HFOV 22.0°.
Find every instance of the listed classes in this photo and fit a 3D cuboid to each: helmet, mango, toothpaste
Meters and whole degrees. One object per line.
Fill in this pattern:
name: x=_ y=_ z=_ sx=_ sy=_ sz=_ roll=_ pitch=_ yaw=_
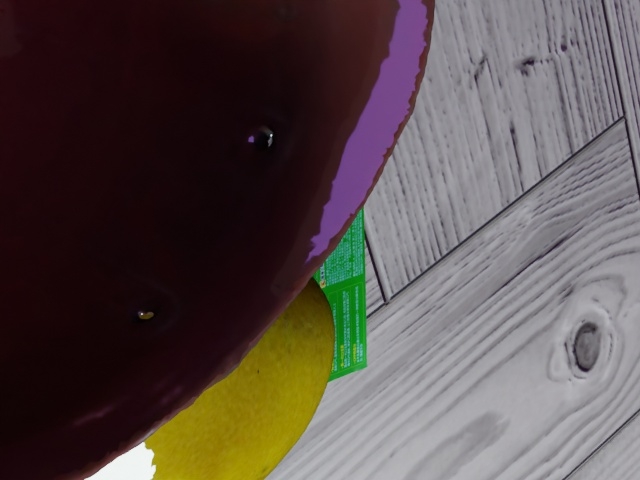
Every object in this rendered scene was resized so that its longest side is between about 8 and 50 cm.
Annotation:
helmet: x=-0.158 y=-0.091 z=0.699 sx=0.385 sy=0.230 sz=0.337 roll=-27 pitch=124 yaw=-43
mango: x=-0.092 y=0.078 z=0.884 sx=0.254 sy=0.139 sz=0.175 roll=15 pitch=101 yaw=-50
toothpaste: x=0.000 y=0.000 z=1.009 sx=0.043 sy=0.037 sz=0.178 roll=-21 pitch=118 yaw=-40
